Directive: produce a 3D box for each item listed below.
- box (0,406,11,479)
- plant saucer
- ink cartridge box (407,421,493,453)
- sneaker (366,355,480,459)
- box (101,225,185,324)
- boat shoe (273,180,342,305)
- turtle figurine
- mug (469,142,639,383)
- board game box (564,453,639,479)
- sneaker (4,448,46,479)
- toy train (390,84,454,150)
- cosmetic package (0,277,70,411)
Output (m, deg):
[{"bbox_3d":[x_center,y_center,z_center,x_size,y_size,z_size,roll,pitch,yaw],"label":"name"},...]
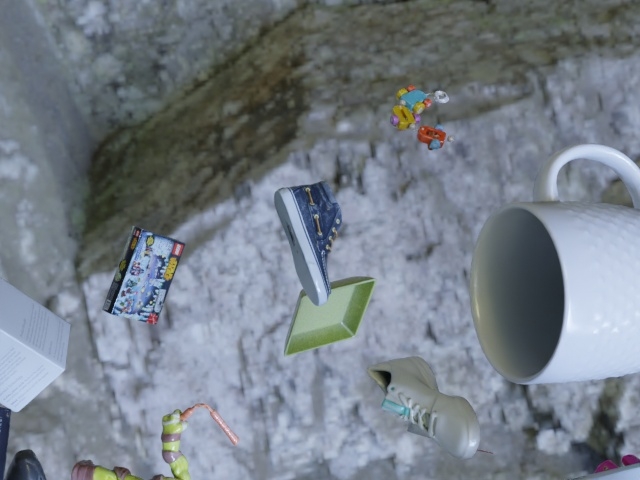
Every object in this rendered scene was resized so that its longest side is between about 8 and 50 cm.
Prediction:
[{"bbox_3d":[-0.644,0.428,1.569,0.179,0.343,0.312,20,56,-39],"label":"box"},{"bbox_3d":[0.011,0.150,2.191,0.045,0.188,0.188,54,-38,35],"label":"plant saucer"},{"bbox_3d":[0.191,0.282,1.505,0.063,0.115,0.029,23,78,-49],"label":"ink cartridge box"},{"bbox_3d":[0.131,0.227,1.387,0.212,0.094,0.080,43,-56,57],"label":"sneaker"},{"bbox_3d":[-0.268,0.054,1.572,0.094,0.027,0.137,20,89,-50],"label":"box"},{"bbox_3d":[0.000,0.000,1.507,0.065,0.083,0.183,135,-62,-68],"label":"boat shoe"},{"bbox_3d":[-0.207,0.348,1.325,0.087,0.217,0.269,-45,129,-73],"label":"turtle figurine"},{"bbox_3d":[0.437,0.030,1.614,0.276,0.328,0.374,152,-64,-66],"label":"mug"},{"bbox_3d":[0.254,0.482,1.348,0.050,0.390,0.389,-142,-130,-59],"label":"board game box"},{"bbox_3d":[-0.528,0.477,1.713,0.109,0.130,0.286,40,-61,49],"label":"sneaker"},{"bbox_3d":[0.194,-0.231,1.986,0.166,0.125,0.046,-78,-176,-46],"label":"toy train"},{"bbox_3d":[-0.615,0.205,2.029,0.184,0.151,0.151,40,19,-27],"label":"cosmetic package"}]
